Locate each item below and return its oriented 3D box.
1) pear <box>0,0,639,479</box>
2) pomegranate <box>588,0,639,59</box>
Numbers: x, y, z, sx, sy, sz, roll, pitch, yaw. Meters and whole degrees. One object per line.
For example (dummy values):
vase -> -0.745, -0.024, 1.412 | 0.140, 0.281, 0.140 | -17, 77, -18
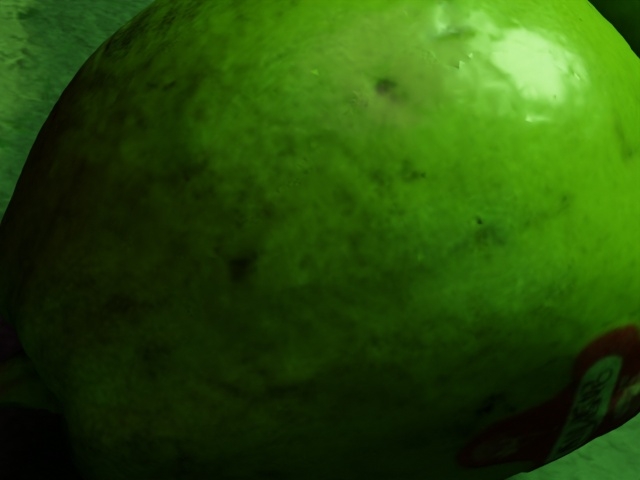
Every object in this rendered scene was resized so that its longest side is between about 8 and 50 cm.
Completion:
pear -> 0.000, 0.000, 0.835 | 0.375, 0.287, 0.287 | -24, 45, -15
pomegranate -> 0.301, -0.137, 1.230 | 0.309, 0.216, 0.358 | 16, 3, 3
